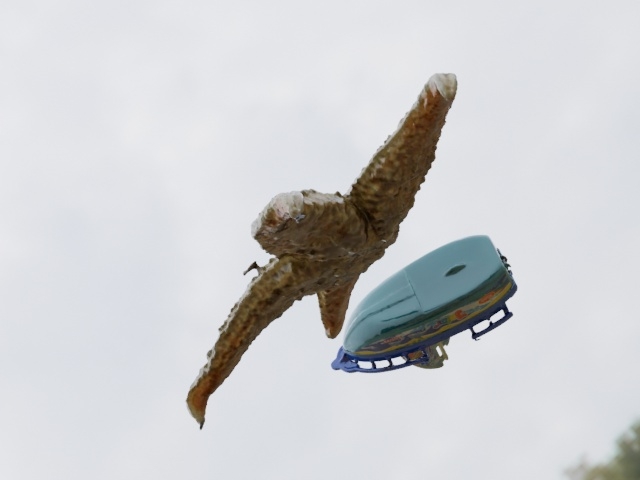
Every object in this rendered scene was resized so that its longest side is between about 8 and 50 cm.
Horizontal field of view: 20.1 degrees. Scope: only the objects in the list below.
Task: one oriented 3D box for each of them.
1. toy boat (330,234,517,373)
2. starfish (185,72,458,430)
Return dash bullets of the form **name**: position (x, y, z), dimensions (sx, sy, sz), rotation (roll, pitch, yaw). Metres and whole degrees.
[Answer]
- **toy boat**: position (0.091, 0.076, 1.536), dimensions (0.175, 0.091, 0.110), rotation (-27, -45, 5)
- **starfish**: position (-0.003, -0.001, 1.036), dimensions (0.138, 0.050, 0.247), rotation (-30, -25, -37)
